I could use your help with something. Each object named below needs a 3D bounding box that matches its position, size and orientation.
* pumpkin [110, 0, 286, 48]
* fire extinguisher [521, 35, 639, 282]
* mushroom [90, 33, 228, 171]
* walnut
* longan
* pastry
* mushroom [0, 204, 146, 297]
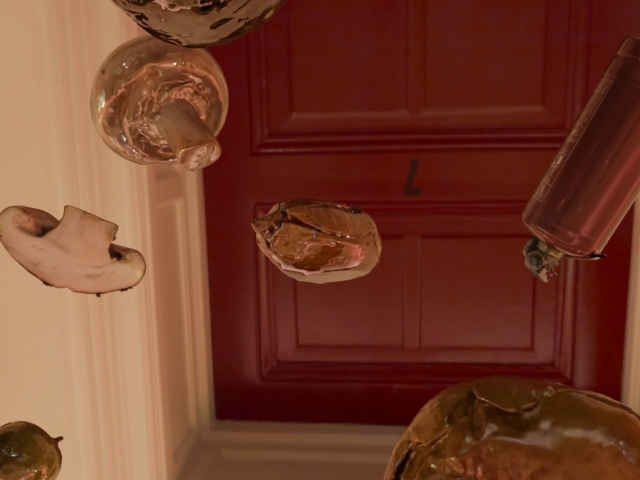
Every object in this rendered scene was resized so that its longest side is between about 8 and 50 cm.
[{"bbox_3d":[-0.141,-0.297,0.597,0.242,0.232,0.325,-4,-164,14],"label":"pumpkin"},{"bbox_3d":[0.290,-0.066,0.672,0.104,0.269,0.105,22,-161,-8],"label":"fire extinguisher"},{"bbox_3d":[-0.219,-0.183,0.932,0.207,0.207,0.215,-9,-133,-37],"label":"mushroom"},{"bbox_3d":[0.000,0.000,0.973,0.245,0.137,0.137,5,-175,-35],"label":"walnut"},{"bbox_3d":[-0.280,0.205,0.606,0.075,0.075,0.083,4,-166,25],"label":"longan"},{"bbox_3d":[0.249,0.322,0.761,0.355,0.356,0.164,2,173,16],"label":"pastry"},{"bbox_3d":[-0.492,0.011,1.258,0.285,0.156,0.151,27,175,-29],"label":"mushroom"}]
